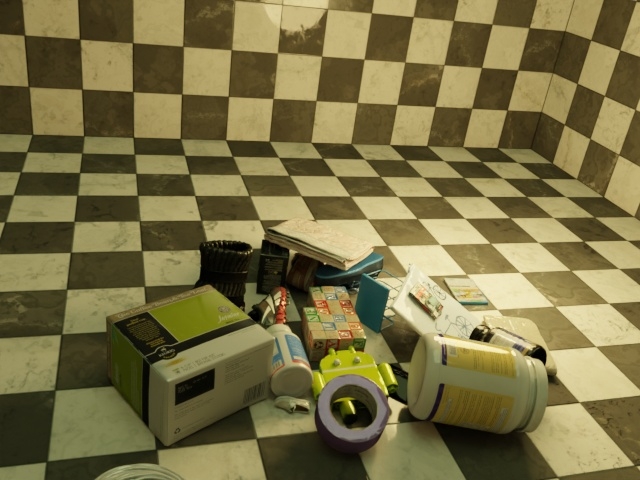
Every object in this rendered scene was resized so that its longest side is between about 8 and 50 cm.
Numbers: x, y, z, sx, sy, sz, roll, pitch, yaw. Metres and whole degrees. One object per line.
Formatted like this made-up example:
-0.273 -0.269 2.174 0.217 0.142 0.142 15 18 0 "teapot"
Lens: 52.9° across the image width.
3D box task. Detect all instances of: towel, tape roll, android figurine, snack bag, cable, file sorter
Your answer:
0.657 0.348 2.150 0.187 0.049 0.282 5 28 -3 "towel"
0.081 0.452 1.684 0.189 0.080 0.189 5 51 -6 "tape roll"
0.092 0.405 1.852 0.248 0.056 0.273 -4 35 -11 "android figurine"
0.000 0.000 2.325 0.332 0.053 0.317 21 17 16 "towel"
0.379 0.257 2.098 0.342 0.037 0.323 41 33 -2 "snack bag"
-0.382 0.588 1.360 0.257 0.089 0.257 -7 30 -25 "cable"
0.200 0.202 2.173 0.104 0.170 0.118 -14 34 -43 "file sorter"

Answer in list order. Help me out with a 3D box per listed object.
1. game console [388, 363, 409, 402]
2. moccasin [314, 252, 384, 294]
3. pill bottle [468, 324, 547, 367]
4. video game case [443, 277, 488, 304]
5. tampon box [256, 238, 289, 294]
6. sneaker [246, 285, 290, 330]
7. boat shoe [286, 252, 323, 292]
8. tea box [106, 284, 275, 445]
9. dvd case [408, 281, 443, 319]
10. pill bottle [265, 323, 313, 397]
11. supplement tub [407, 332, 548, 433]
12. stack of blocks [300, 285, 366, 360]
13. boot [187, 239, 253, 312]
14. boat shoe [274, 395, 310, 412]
0.231 0.426 1.921 0.122 0.071 0.107 23 1 25 "game console"
0.119 0.133 2.329 0.342 0.117 0.138 -12 24 -41 "moccasin"
0.570 0.340 1.979 0.123 0.123 0.219 -14 24 -36 "pill bottle"
0.553 0.193 2.451 0.119 0.015 0.166 2 28 -12 "video game case"
-0.169 0.096 2.279 0.101 0.161 0.120 7 28 -6 "tampon box"
-0.170 0.230 2.089 0.135 0.097 0.276 8 29 -5 "sneaker"
-0.050 0.075 2.402 0.116 0.123 0.324 10 26 7 "boat shoe"
-0.356 0.318 1.739 0.329 0.220 0.323 -16 37 -39 "tea box"
0.344 0.194 2.089 0.119 0.013 0.087 44 33 5 "dvd case"
-0.104 0.343 1.866 0.124 0.124 0.221 0 29 -15 "pill bottle"
0.425 0.397 1.770 0.331 0.241 0.241 12 27 -3 "supplement tub"
0.026 0.264 2.091 0.171 0.087 0.297 1 28 -13 "stack of blocks"
-0.380 0.138 2.031 0.348 0.260 0.131 -13 34 -35 "boot"
-0.077 0.453 1.761 0.100 0.035 0.035 13 24 -6 "boat shoe"
